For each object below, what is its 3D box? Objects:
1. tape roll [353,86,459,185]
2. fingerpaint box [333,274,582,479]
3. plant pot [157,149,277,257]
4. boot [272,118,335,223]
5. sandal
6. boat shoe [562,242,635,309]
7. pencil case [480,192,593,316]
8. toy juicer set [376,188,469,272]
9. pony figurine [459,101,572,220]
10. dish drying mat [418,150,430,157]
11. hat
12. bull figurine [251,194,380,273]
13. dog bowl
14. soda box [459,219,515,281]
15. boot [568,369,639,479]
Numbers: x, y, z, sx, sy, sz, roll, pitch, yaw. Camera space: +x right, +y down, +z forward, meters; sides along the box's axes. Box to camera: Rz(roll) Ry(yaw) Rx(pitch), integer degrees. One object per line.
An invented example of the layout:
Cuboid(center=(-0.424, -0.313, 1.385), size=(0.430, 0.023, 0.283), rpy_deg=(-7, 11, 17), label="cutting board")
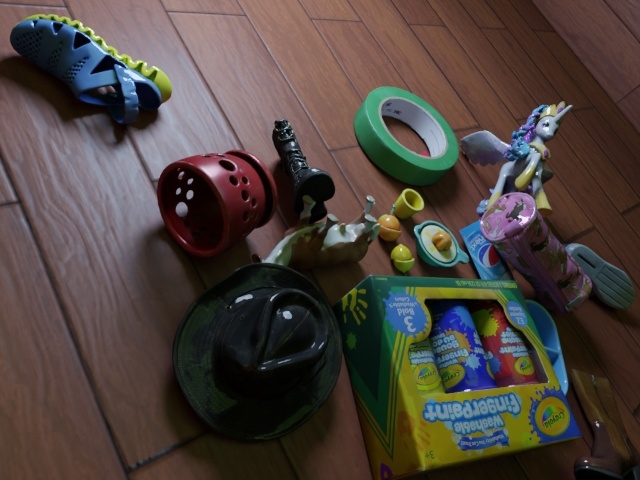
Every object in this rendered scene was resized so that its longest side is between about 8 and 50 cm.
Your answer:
Cuboid(center=(0.254, -0.309, 1.532), size=(0.321, 0.077, 0.321), rpy_deg=(16, 51, -20), label="tape roll")
Cuboid(center=(0.289, 0.274, 1.109), size=(0.445, 0.163, 0.371), rpy_deg=(5, 58, -30), label="fingerpaint box")
Cuboid(center=(-0.194, -0.085, 1.025), size=(0.191, 0.191, 0.174), rpy_deg=(49, 43, 5), label="plant pot")
Cuboid(center=(-0.056, -0.169, 1.154), size=(0.091, 0.263, 0.229), rpy_deg=(-19, 76, -10), label="boot")
Cuboid(center=(-0.472, -0.343, 1.069), size=(0.317, 0.126, 0.138), rpy_deg=(22, 55, -17), label="sandal")
Cuboid(center=(0.865, 0.102, 1.642), size=(0.302, 0.109, 0.094), rpy_deg=(40, 4, -14), label="boat shoe")
Cuboid(center=(0.574, 0.043, 1.381), size=(0.386, 0.167, 0.160), rpy_deg=(44, 80, -27), label="pencil case")
Cuboid(center=(0.280, 0.029, 1.320), size=(0.329, 0.089, 0.209), rpy_deg=(49, 47, 4), label="toy juicer set")
Cuboid(center=(0.582, -0.206, 1.543), size=(0.303, 0.351, 0.363), rpy_deg=(28, 68, -10), label="pony figurine")
Cuboid(center=(0.305, -0.247, 1.577), size=(0.032, 0.008, 0.083), rpy_deg=(51, 47, 8), label="dish drying mat")
Cuboid(center=(-0.075, 0.180, 0.900), size=(0.331, 0.134, 0.331), rpy_deg=(10, 68, -26), label="hat")
Cuboid(center=(0.000, 0.000, 1.110), size=(0.310, 0.188, 0.101), rpy_deg=(-9, 53, -43), label="bull figurine")
Cuboid(center=(0.539, 0.282, 1.326), size=(0.166, 0.074, 0.297), rpy_deg=(21, 50, -20), label="dog bowl")
Cuboid(center=(0.460, 0.054, 1.420), size=(0.071, 0.067, 0.210), rpy_deg=(17, 48, -53), label="soda box")
Cuboid(center=(0.683, 0.452, 1.290), size=(0.264, 0.096, 0.280), rpy_deg=(14, 53, -24), label="boot")
